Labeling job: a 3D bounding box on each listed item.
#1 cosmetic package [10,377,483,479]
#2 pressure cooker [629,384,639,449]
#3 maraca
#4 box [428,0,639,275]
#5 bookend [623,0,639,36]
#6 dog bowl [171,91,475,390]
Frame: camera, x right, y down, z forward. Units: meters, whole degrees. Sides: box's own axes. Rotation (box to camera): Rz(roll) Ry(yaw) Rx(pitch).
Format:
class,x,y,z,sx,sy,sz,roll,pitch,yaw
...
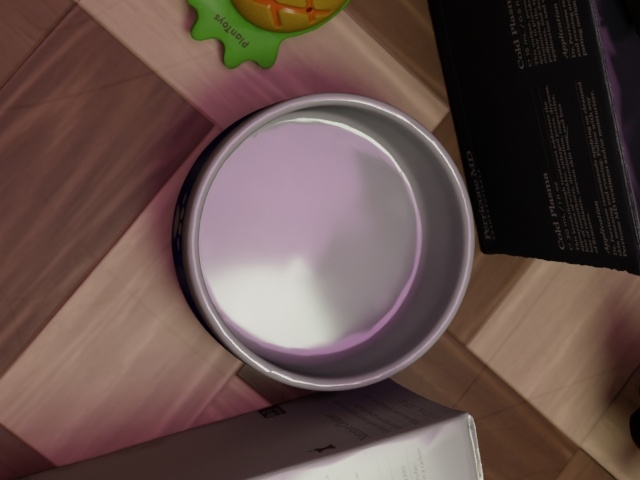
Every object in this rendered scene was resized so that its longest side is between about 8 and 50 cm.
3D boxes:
class,x,y,z,sx,sy,sz,roll,pitch,yaw
cosmetic package,-0.071,0.250,1.079,0.385,0.217,0.156,-13,96,-18
pressure cooker,0.520,0.162,1.173,0.420,0.375,0.370,45,61,-13
maraca,-0.037,-0.236,1.127,0.127,0.099,0.186,40,103,-24
box,0.247,-0.161,1.099,0.179,0.312,0.343,-15,97,-16
bookend,0.212,-0.203,0.886,0.156,0.072,0.157,-31,101,-12
dog bowl,0.000,0.000,1.143,0.265,0.104,0.264,-1,92,-16
